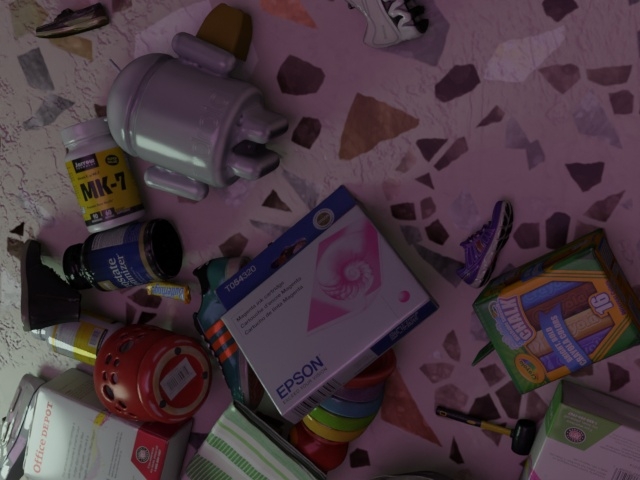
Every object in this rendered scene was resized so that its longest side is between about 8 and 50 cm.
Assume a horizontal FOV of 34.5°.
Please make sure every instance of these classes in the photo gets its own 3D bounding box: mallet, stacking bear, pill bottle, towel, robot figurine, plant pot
[{"bbox_3d":[0.306,0.353,1.918,0.189,0.039,0.062,7,107,23],"label":"mallet"},{"bbox_3d":[0.024,0.315,1.943,0.164,0.175,0.289,7,122,-21],"label":"stacking bear"},{"bbox_3d":[-0.430,-0.129,2.015,0.119,0.119,0.209,-15,97,22],"label":"pill bottle"},{"bbox_3d":[-0.140,0.477,2.035,0.248,0.038,0.325,40,134,5],"label":"towel"},{"bbox_3d":[-0.498,0.193,2.122,0.184,0.103,0.103,17,107,15],"label":"pill bottle"},{"bbox_3d":[-0.240,-0.223,1.883,0.353,0.200,0.300,20,108,14],"label":"robot figurine"},{"bbox_3d":[-0.170,-0.386,1.889,0.081,0.081,0.083,23,96,13],"label":"plant pot"},{"bbox_3d":[-0.317,0.264,2.001,0.174,0.191,0.191,5,106,46],"label":"plant pot"},{"bbox_3d":[-0.394,0.035,2.039,0.219,0.123,0.123,-12,98,22],"label":"pill bottle"}]

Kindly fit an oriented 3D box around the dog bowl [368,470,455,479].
[{"bbox_3d":[0.200,0.587,1.895,0.348,0.102,0.349,19,115,48],"label":"dog bowl"}]

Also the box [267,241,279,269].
[{"bbox_3d":[-0.020,0.063,1.965,0.162,0.029,0.116,2,103,18],"label":"box"}]

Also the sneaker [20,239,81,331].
[{"bbox_3d":[-0.551,0.090,2.107,0.118,0.222,0.083,-4,142,-12],"label":"sneaker"}]

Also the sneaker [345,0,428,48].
[{"bbox_3d":[0.077,-0.470,1.772,0.118,0.110,0.292,-20,95,31],"label":"sneaker"}]

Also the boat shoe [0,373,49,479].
[{"bbox_3d":[-0.658,0.414,2.236,0.088,0.096,0.268,29,109,15],"label":"boat shoe"}]

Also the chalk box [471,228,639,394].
[{"bbox_3d":[0.381,0.130,1.759,0.288,0.180,0.179,-27,93,21],"label":"chalk box"}]

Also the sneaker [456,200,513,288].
[{"bbox_3d":[0.287,0.003,1.825,0.071,0.068,0.170,29,110,19],"label":"sneaker"}]

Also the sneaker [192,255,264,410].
[{"bbox_3d":[-0.180,0.183,2.013,0.121,0.108,0.302,-5,93,21],"label":"sneaker"}]

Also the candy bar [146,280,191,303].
[{"bbox_3d":[-0.302,0.098,2.044,0.161,0.018,0.040,8,105,51],"label":"candy bar"}]

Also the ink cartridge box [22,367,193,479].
[{"bbox_3d":[-0.443,0.430,2.143,0.306,0.131,0.226,21,109,15],"label":"ink cartridge box"}]

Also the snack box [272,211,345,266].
[{"bbox_3d":[0.000,0.000,1.922,0.178,0.022,0.064,-21,72,13],"label":"snack box"}]

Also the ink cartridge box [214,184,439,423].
[{"bbox_3d":[-0.011,0.096,1.821,0.324,0.071,0.330,-40,58,5],"label":"ink cartridge box"}]

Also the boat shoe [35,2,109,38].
[{"bbox_3d":[-0.486,-0.427,2.005,0.152,0.056,0.049,-9,94,11],"label":"boat shoe"}]

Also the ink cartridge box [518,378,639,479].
[{"bbox_3d":[0.458,0.452,1.828,0.207,0.119,0.354,20,108,6],"label":"ink cartridge box"}]

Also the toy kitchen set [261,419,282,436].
[{"bbox_3d":[-0.133,0.405,2.058,0.083,0.075,0.068,18,109,19],"label":"toy kitchen set"}]
